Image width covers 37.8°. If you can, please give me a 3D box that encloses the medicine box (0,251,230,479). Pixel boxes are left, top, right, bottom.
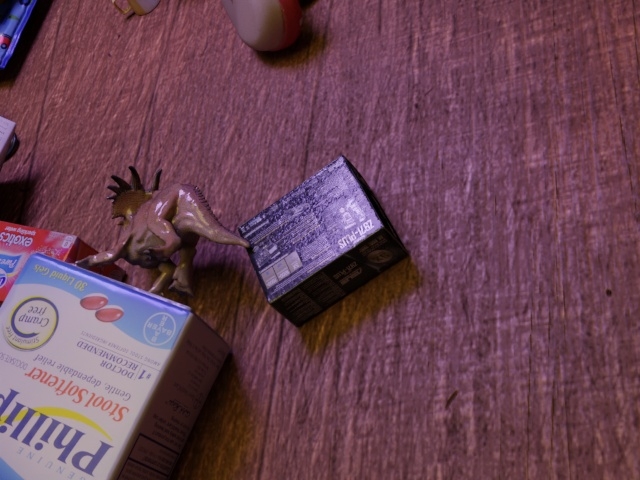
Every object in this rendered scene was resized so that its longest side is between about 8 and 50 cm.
[{"bbox_3d":[-0.308,0.201,1.211,0.264,0.149,0.289,18,72,22],"label":"medicine box"}]

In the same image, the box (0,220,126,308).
[{"bbox_3d":[-0.447,0.057,1.448,0.257,0.122,0.128,10,68,36],"label":"box"}]

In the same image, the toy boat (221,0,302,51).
[{"bbox_3d":[-0.077,-0.414,1.531,0.151,0.151,0.231,-15,49,-13],"label":"toy boat"}]

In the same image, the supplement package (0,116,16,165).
[{"bbox_3d":[-0.653,-0.084,1.552,0.175,0.178,0.293,-51,22,43],"label":"supplement package"}]

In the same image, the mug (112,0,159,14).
[{"bbox_3d":[-0.348,-0.462,1.758,0.062,0.064,0.078,24,76,39],"label":"mug"}]

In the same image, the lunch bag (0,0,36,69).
[{"bbox_3d":[-0.691,-0.482,1.929,0.221,0.138,0.293,-2,50,35],"label":"lunch bag"}]

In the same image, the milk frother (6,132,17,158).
[{"bbox_3d":[-0.658,-0.208,1.740,0.143,0.135,0.129,0,92,35],"label":"milk frother"}]

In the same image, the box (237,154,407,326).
[{"bbox_3d":[0.000,0.000,1.239,0.180,0.077,0.147,-35,49,9],"label":"box"}]

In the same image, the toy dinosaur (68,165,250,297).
[{"bbox_3d":[-0.223,-0.029,1.320,0.296,0.127,0.200,-14,48,38],"label":"toy dinosaur"}]
